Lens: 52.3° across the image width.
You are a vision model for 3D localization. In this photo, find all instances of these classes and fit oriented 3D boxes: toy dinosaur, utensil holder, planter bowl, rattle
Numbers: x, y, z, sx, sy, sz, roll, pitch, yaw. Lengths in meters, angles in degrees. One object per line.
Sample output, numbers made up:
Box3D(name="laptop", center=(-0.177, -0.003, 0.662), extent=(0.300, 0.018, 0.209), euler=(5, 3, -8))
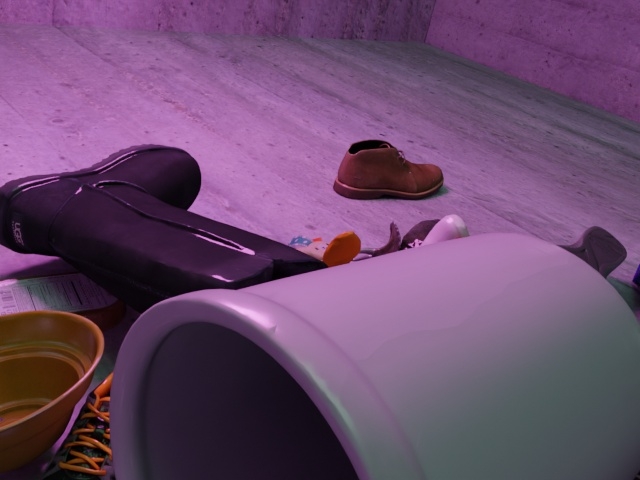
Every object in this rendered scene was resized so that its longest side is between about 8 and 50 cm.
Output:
Box3D(name="toy dinosaur", center=(0.210, 0.013, 1.142), extent=(0.313, 0.121, 0.160), euler=(-19, 58, -42))
Box3D(name="utensil holder", center=(0.070, 0.169, 0.569), extent=(0.385, 0.328, 0.327), euler=(-11, 35, -44))
Box3D(name="planter bowl", center=(-0.313, 0.161, 0.634), extent=(0.217, 0.090, 0.217), euler=(-4, 23, 2))
Box3D(name="rattle", center=(0.000, 0.000, 1.063), extent=(0.130, 0.143, 0.200), euler=(-2, 33, 3))

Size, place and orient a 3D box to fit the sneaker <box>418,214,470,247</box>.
Box3D(name="sneaker", center=(0.143, 0.052, 0.948), extent=(0.094, 0.212, 0.080), euler=(-5, 47, -28))

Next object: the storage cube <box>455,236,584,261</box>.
Box3D(name="storage cube", center=(0.255, 0.134, 0.849), extent=(0.215, 0.193, 0.184), euler=(11, 27, -6))

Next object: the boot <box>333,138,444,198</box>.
Box3D(name="boot", center=(0.174, -0.165, 1.481), extent=(0.305, 0.115, 0.112), euler=(-6, 31, -35))

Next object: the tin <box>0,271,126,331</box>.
Box3D(name="tin", center=(-0.349, 0.084, 0.853), extent=(0.189, 0.040, 0.106), euler=(-6, 37, -33))

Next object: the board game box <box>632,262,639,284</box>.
Box3D(name="board game box", center=(0.768, 0.091, 1.166), extent=(0.347, 0.078, 0.233), euler=(23, -4, 19))

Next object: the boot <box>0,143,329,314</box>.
Box3D(name="boot", center=(-0.171, -0.014, 0.905), extent=(0.445, 0.146, 0.367), euler=(15, 28, 33))

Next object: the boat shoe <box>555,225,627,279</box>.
Box3D(name="boat shoe", center=(0.452, 0.066, 1.194), extent=(0.320, 0.103, 0.118), euler=(-26, 65, -43))

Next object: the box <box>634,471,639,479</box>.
Box3D(name="box", center=(0.408, 0.282, 0.657), extent=(0.203, 0.168, 0.167), euler=(31, 33, 33))

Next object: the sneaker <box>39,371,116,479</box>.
Box3D(name="sneaker", center=(-0.217, 0.197, 0.640), extent=(0.084, 0.083, 0.215), euler=(13, 28, -3))
